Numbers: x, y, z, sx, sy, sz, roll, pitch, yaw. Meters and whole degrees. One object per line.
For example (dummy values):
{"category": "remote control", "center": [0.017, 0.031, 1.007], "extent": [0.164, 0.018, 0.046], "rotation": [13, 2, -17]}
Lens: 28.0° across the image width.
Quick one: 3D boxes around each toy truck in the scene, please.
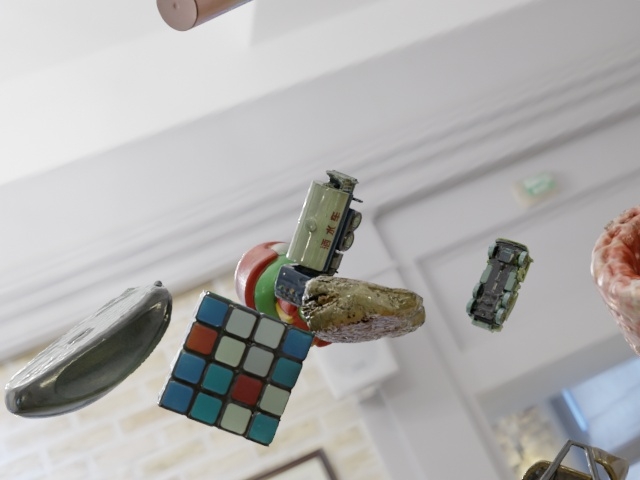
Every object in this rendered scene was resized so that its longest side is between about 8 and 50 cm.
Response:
{"category": "toy truck", "center": [0.329, 0.089, 2.343], "extent": [0.169, 0.077, 0.100], "rotation": [-67, -26, -12]}
{"category": "toy truck", "center": [0.000, 0.000, 1.840], "extent": [0.088, 0.074, 0.201], "rotation": [2, -71, -64]}

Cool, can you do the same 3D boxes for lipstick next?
{"category": "lipstick", "center": [-0.139, -0.441, 2.167], "extent": [0.327, 0.087, 0.087], "rotation": [-36, -6, -46]}

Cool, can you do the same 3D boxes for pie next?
{"category": "pie", "center": [0.054, 0.093, 1.659], "extent": [0.163, 0.079, 0.193], "rotation": [2, -15, 4]}

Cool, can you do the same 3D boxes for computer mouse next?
{"category": "computer mouse", "center": [-0.417, 0.219, 2.392], "extent": [0.374, 0.114, 0.203], "rotation": [-38, 18, -24]}

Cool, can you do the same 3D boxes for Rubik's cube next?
{"category": "Rubik's cube", "center": [-0.109, 0.159, 1.629], "extent": [0.155, 0.151, 0.154], "rotation": [164, 127, -84]}

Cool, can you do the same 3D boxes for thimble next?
{"category": "thimble", "center": [0.482, 0.052, 1.655], "extent": [0.239, 0.239, 0.162], "rotation": [-29, -62, 7]}

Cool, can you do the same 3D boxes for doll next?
{"category": "doll", "center": [-0.073, 0.092, 2.421], "extent": [0.160, 0.363, 0.182], "rotation": [-46, -60, 0]}

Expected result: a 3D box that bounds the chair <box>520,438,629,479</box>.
{"category": "chair", "center": [0.392, 0.423, 2.021], "extent": [0.247, 0.172, 0.158], "rotation": [-63, -15, -58]}
